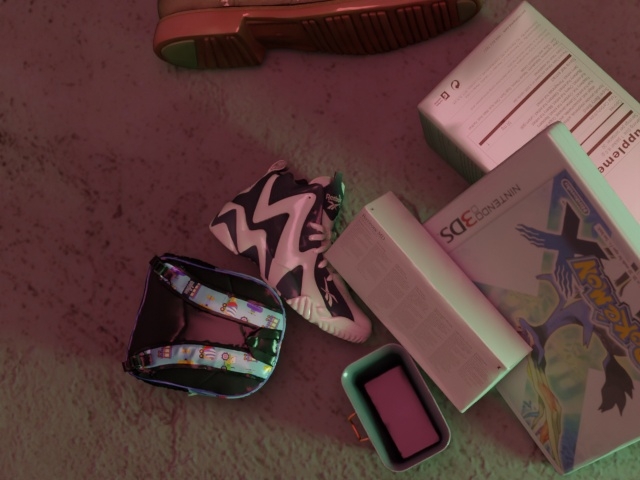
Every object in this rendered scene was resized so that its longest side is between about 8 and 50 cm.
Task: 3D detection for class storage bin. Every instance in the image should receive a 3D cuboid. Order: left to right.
[{"bbox_3d":[0.084,0.197,1.819,0.098,0.091,0.135,-29,77,2],"label":"storage bin"}]

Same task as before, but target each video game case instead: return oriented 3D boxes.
[{"bbox_3d":[0.259,0.073,1.712,0.036,0.300,0.329,-34,86,-39],"label":"video game case"}]

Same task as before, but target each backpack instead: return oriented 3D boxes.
[{"bbox_3d":[-0.124,0.107,1.850,0.173,0.117,0.158,12,82,10],"label":"backpack"}]

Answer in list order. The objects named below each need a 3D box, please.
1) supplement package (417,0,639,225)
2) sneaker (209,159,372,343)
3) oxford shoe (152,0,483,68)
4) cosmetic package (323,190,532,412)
[{"bbox_3d":[0.277,-0.093,1.799,0.175,0.177,0.293,-45,78,-2],"label":"supplement package"},{"bbox_3d":[0.000,0.000,1.863,0.235,0.094,0.153,41,96,22],"label":"sneaker"},{"bbox_3d":[-0.007,-0.304,1.899,0.397,0.140,0.146,-4,73,5],"label":"oxford shoe"},{"bbox_3d":[0.119,0.067,1.773,0.239,0.099,0.060,49,45,10],"label":"cosmetic package"}]
